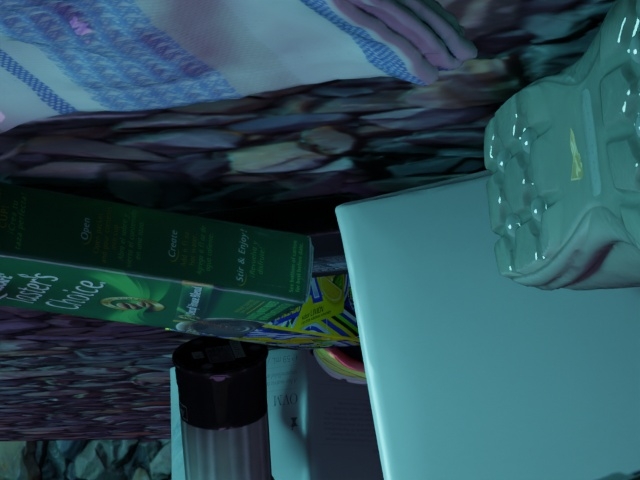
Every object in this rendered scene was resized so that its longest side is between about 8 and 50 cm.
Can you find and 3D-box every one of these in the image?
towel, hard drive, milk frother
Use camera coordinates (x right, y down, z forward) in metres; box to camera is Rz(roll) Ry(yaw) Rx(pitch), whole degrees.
[{"bbox_3d":[-0.114,-0.069,0.521,0.285,0.034,0.209,-6,169,20],"label":"towel"},{"bbox_3d":[0.000,0.000,0.975,0.094,0.022,0.135,-6,170,23],"label":"hard drive"},{"bbox_3d":[-0.052,0.150,1.499,0.143,0.135,0.129,0,-159,5],"label":"milk frother"}]

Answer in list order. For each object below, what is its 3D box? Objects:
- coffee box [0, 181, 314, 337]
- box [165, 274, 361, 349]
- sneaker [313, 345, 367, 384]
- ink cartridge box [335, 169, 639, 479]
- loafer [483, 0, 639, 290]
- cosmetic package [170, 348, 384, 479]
[{"bbox_3d":[-0.109,0.013,0.890,0.184,0.040,0.113,10,163,-20],"label":"coffee box"},{"bbox_3d":[-0.029,0.037,1.089,0.059,0.054,0.169,-7,170,30],"label":"box"},{"bbox_3d":[0.088,0.080,1.293,0.208,0.081,0.094,-4,168,12],"label":"sneaker"},{"bbox_3d":[0.140,0.175,0.882,0.166,0.395,0.285,-11,168,9],"label":"ink cartridge box"},{"bbox_3d":[0.145,-0.036,0.580,0.111,0.112,0.319,-6,179,-10],"label":"loafer"},{"bbox_3d":[-0.035,0.229,1.704,0.138,0.225,0.224,6,167,-40],"label":"cosmetic package"}]
